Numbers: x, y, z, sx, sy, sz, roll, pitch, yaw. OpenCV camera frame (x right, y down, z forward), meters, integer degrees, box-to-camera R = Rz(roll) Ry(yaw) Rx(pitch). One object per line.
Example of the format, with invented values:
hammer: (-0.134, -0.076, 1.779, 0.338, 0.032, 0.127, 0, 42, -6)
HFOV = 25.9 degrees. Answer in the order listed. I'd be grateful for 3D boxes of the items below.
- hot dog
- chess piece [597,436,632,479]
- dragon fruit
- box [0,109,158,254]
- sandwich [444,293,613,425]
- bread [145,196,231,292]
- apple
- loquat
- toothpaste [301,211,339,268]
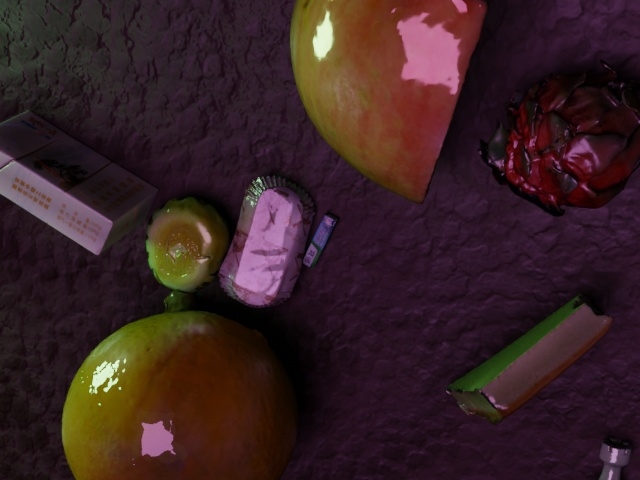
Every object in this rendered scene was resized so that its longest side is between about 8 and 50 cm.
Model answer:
hot dog: (-0.072, 0.006, 1.931, 0.108, 0.059, 0.191, 17, 109, -5)
chess piece: (0.392, 0.322, 1.887, 0.067, 0.067, 0.103, 11, 105, 16)
dragon fruit: (0.304, -0.121, 1.688, 0.188, 0.182, 0.182, -25, 100, 45)
box: (-0.364, -0.085, 1.959, 0.233, 0.149, 0.067, 31, 115, 6)
sandwich: (0.280, 0.154, 1.833, 0.212, 0.245, 0.063, -38, 90, -7)
bread: (-0.185, 0.005, 1.969, 0.130, 0.071, 0.139, 11, 110, 23)
apple: (0.094, -0.215, 1.702, 0.314, 0.252, 0.309, 45, 126, 38)
loquat: (-0.191, 0.228, 1.945, 0.328, 0.360, 0.328, -1, 149, 0)
toothpaste: (0.000, 0.000, 1.931, 0.020, 0.017, 0.083, 30, 117, 7)
